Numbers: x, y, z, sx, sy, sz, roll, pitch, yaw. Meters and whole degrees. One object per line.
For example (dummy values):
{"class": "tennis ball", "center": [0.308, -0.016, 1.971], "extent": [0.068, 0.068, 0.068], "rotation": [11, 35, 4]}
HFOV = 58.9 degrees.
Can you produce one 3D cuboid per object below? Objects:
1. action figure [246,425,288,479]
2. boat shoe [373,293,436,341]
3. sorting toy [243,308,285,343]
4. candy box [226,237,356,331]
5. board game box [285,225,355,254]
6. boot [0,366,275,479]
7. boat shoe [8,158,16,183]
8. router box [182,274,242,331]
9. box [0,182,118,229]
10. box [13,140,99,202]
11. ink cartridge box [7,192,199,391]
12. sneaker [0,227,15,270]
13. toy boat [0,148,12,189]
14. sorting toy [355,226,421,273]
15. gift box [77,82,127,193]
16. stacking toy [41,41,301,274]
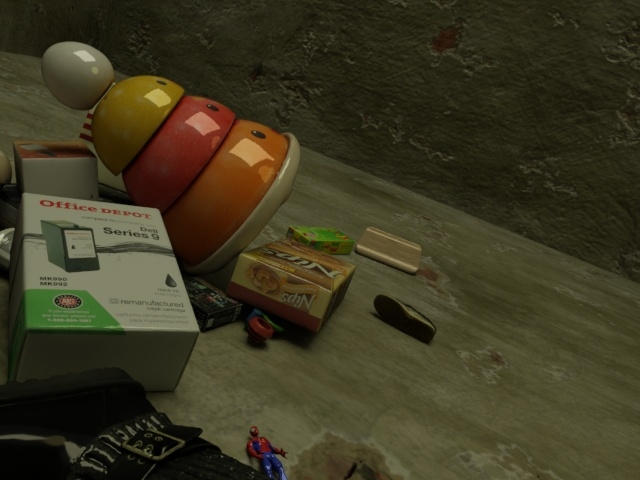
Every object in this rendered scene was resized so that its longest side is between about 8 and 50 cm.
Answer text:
{"class": "action figure", "center": [-0.063, 0.271, 0.700], "extent": [0.038, 0.030, 0.115], "rotation": [2, 22, -32]}
{"class": "boat shoe", "center": [0.185, 0.169, 1.245], "extent": [0.152, 0.056, 0.049], "rotation": [36, 17, 19]}
{"class": "sorting toy", "center": [-0.105, 0.155, 1.000], "extent": [0.061, 0.042, 0.102], "rotation": [40, 10, 14]}
{"class": "candy box", "center": [-0.044, 0.077, 1.150], "extent": [0.182, 0.088, 0.316], "rotation": [21, 9, 9]}
{"class": "board game box", "center": [0.000, 0.000, 1.568], "extent": [0.181, 0.043, 0.092], "rotation": [0, 26, -46]}
{"class": "boot", "center": [-0.209, 0.232, 0.481], "extent": [0.260, 0.131, 0.348], "rotation": [28, 19, 27]}
{"class": "boat shoe", "center": [-0.676, -0.144, 1.291], "extent": [0.065, 0.075, 0.206], "rotation": [-21, 3, 30]}
{"class": "router box", "center": [-0.215, 0.109, 1.010], "extent": [0.122, 0.038, 0.092], "rotation": [28, 20, 26]}
{"class": "box", "center": [-0.536, -0.060, 1.151], "extent": [0.183, 0.056, 0.231], "rotation": [27, 19, 25]}
{"class": "box", "center": [-0.509, -0.133, 1.089], "extent": [0.130, 0.091, 0.170], "rotation": [-6, 22, -32]}
{"class": "ink cartridge box", "center": [-0.317, 0.066, 0.802], "extent": [0.211, 0.122, 0.289], "rotation": [7, 33, -33]}
{"class": "sneaker", "center": [-0.446, 0.019, 0.989], "extent": [0.132, 0.086, 0.228], "rotation": [29, 28, 12]}
{"class": "toy boat", "center": [-0.711, -0.139, 0.990], "extent": [0.318, 0.148, 0.267], "rotation": [19, 2, 26]}
{"class": "sorting toy", "center": [0.209, 0.032, 1.721], "extent": [0.192, 0.038, 0.208], "rotation": [21, 22, 7]}
{"class": "gift box", "center": [-0.430, -0.197, 1.344], "extent": [0.258, 0.277, 0.255], "rotation": [18, 4, -20]}
{"class": "stacking toy", "center": [-0.307, -0.191, 1.078], "extent": [0.480, 0.351, 0.351], "rotation": [39, 9, -23]}
